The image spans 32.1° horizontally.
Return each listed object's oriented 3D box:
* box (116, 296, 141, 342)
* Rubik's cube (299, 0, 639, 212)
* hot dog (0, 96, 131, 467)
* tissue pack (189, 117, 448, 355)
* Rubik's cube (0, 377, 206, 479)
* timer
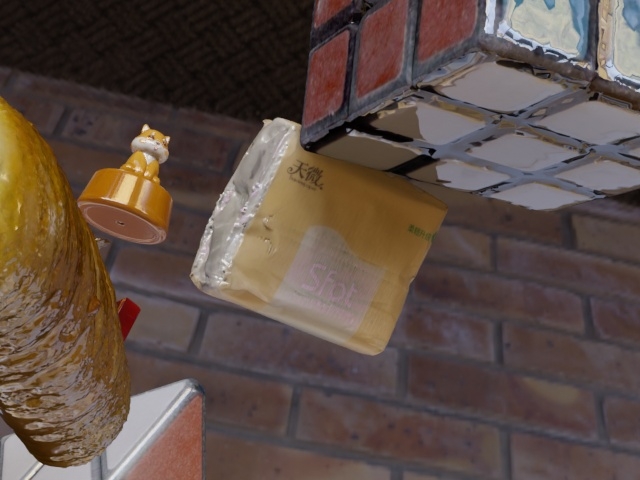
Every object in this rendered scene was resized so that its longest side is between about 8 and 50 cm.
[{"bbox_3d":[-0.225,0.094,1.153,0.023,0.051,0.082,42,137,-24],"label":"box"},{"bbox_3d":[0.187,-0.217,0.975,0.301,0.305,0.304,12,167,-26],"label":"Rubik's cube"},{"bbox_3d":[-0.108,0.030,0.418,0.061,0.088,0.286,-8,164,-7],"label":"hot dog"},{"bbox_3d":[0.000,0.000,1.101,0.222,0.090,0.186,26,90,-36],"label":"tissue pack"},{"bbox_3d":[-0.196,0.248,0.816,0.228,0.233,0.229,-2,158,-12],"label":"Rubik's cube"},{"bbox_3d":[-0.253,-0.089,1.553,0.132,0.152,0.132,15,159,6],"label":"timer"}]
